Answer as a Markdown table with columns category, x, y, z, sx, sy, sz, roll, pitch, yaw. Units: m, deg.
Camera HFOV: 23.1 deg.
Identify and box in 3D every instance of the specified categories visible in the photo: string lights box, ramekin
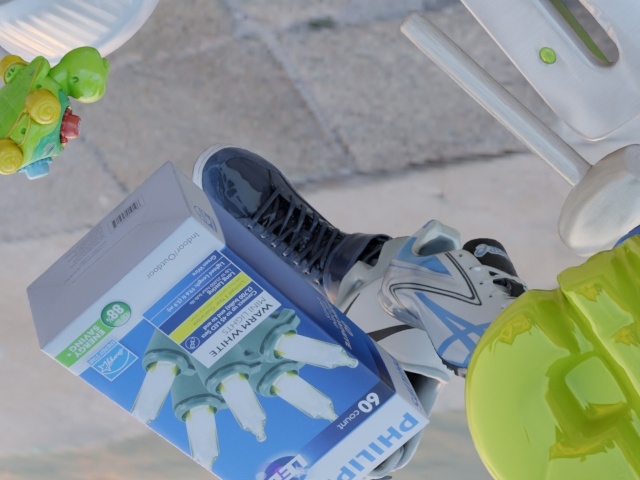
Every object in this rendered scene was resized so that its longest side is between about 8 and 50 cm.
| category | x | y | z | sx | sy | sz | roll | pitch | yaw |
| --- | --- | --- | --- | --- | --- | --- | --- | --- | --- |
| string lights box | -0.058 | 0.079 | 1.068 | 0.133 | 0.077 | 0.260 | -41 | 125 | 10 |
| ramekin | -0.231 | -0.253 | 1.289 | 0.207 | 0.207 | 0.109 | -14 | 166 | 28 |

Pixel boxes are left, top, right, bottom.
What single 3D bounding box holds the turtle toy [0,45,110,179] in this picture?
| category | x | y | z | sx | sy | sz | roll | pitch | yaw |
| --- | --- | --- | --- | --- | --- | --- | --- | --- | --- |
| turtle toy | -0.220 | -0.102 | 1.232 | 0.130 | 0.095 | 0.066 | -50 | 131 | 6 |

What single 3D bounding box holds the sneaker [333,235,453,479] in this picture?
| category | x | y | z | sx | sy | sz | roll | pitch | yaw |
| --- | --- | --- | --- | --- | --- | --- | --- | --- | --- |
| sneaker | 0.011 | 0.150 | 1.290 | 0.122 | 0.146 | 0.330 | 18 | 133 | -16 |

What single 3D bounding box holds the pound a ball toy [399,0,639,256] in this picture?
| category | x | y | z | sx | sy | sz | roll | pitch | yaw |
| --- | --- | --- | --- | --- | --- | --- | --- | --- | --- |
| pound a ball toy | 0.143 | -0.178 | 0.948 | 0.319 | 0.208 | 0.136 | 50 | 137 | -1 |

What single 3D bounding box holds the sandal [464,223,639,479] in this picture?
| category | x | y | z | sx | sy | sz | roll | pitch | yaw |
| --- | --- | --- | --- | --- | --- | --- | --- | --- | --- |
| sandal | 0.210 | 0.003 | 0.656 | 0.317 | 0.126 | 0.138 | -30 | 170 | 20 |

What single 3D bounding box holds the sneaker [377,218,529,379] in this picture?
| category | x | y | z | sx | sy | sz | roll | pitch | yaw |
| --- | --- | --- | --- | --- | --- | --- | --- | --- | --- |
| sneaker | 0.114 | 0.048 | 1.059 | 0.085 | 0.086 | 0.237 | 18 | -171 | -31 |

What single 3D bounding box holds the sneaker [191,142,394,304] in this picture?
| category | x | y | z | sx | sy | sz | roll | pitch | yaw |
| --- | --- | --- | --- | --- | --- | --- | --- | --- | --- |
| sneaker | 0.001 | -0.001 | 1.364 | 0.226 | 0.086 | 0.163 | 46 | 160 | -28 |
